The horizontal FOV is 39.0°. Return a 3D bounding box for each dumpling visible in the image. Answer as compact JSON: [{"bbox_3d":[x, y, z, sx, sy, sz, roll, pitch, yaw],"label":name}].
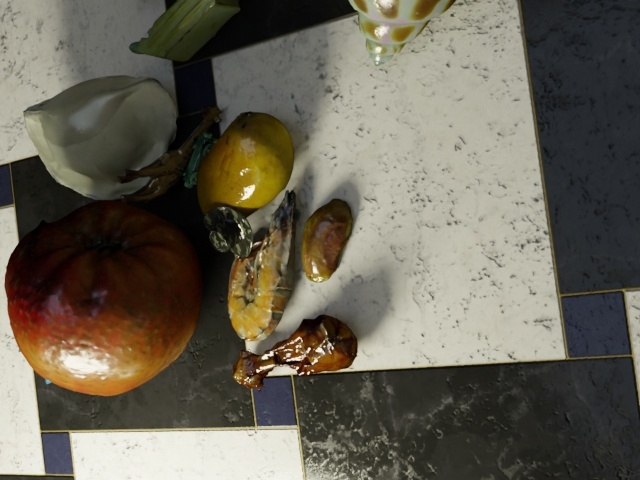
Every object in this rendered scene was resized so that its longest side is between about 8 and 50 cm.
[{"bbox_3d":[-0.458,-0.215,1.929,0.341,0.181,0.260,-18,109,0],"label":"dumpling"}]

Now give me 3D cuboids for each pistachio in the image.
[{"bbox_3d":[0.000,0.000,1.701,0.089,0.049,0.173,29,107,29],"label":"pistachio"}]

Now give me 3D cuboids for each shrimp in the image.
[{"bbox_3d":[-0.113,0.045,1.773,0.164,0.062,0.317,24,103,37],"label":"shrimp"}]

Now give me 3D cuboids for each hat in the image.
[{"bbox_3d":[-0.183,-0.007,1.748,0.121,0.050,0.121,20,137,20],"label":"hat"}]

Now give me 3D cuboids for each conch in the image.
[{"bbox_3d":[0.147,-0.472,1.505,0.368,0.197,0.249,-45,32,31],"label":"conch"}]

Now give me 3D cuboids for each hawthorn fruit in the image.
[{"bbox_3d":[-0.433,0.140,1.807,0.402,0.403,0.403,2,93,33],"label":"hawthorn fruit"}]

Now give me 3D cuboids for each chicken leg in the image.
[{"bbox_3d":[-0.054,0.214,1.725,0.304,0.093,0.113,-20,99,37],"label":"chicken leg"}]

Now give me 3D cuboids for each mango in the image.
[{"bbox_3d":[-0.151,-0.132,1.746,0.167,0.130,0.262,52,127,6],"label":"mango"}]

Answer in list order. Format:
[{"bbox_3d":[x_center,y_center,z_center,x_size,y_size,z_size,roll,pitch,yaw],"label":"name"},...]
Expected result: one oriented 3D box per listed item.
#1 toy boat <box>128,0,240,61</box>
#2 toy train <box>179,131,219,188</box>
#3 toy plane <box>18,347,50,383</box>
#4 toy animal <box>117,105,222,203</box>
[{"bbox_3d":[-0.263,-0.435,1.815,0.276,0.111,0.084,-32,80,29],"label":"toy boat"},{"bbox_3d":[-0.234,-0.159,1.825,0.050,0.081,0.122,37,110,35],"label":"toy train"},{"bbox_3d":[-0.596,0.196,2.060,0.254,0.105,0.271,-2,90,32],"label":"toy plane"},{"bbox_3d":[-0.304,-0.169,1.856,0.275,0.149,0.054,-36,62,-3],"label":"toy animal"}]
